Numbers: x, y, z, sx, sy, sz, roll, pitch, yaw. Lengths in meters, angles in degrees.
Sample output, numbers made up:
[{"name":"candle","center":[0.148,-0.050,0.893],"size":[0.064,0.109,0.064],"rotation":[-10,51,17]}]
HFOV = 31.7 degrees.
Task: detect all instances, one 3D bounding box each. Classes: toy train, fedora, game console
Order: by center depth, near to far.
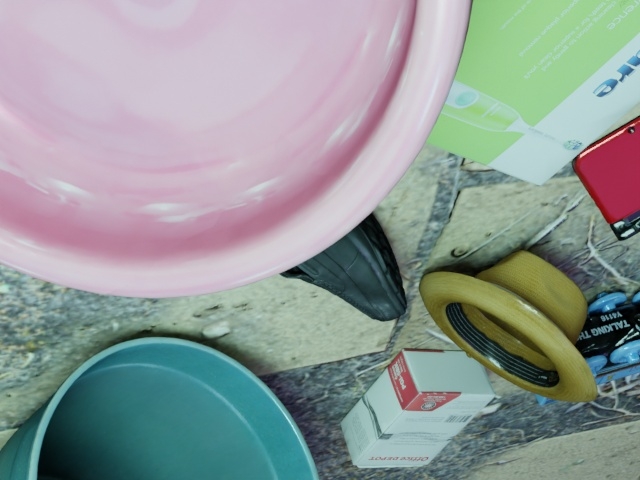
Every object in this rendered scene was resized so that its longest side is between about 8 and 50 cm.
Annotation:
[{"name":"game console","center":[0.298,-0.070,0.962],"size":[0.144,0.085,0.124],"rotation":[-31,175,15]},{"name":"fedora","center":[0.178,0.066,0.997],"size":[0.079,0.194,0.194],"rotation":[-55,148,-16]},{"name":"toy train","center":[0.292,0.102,1.141],"size":[0.184,0.080,0.105],"rotation":[-15,154,-12]}]

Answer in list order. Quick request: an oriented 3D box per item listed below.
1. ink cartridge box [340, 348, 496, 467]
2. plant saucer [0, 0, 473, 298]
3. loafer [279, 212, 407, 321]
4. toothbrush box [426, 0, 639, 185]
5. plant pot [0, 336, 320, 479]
[{"name":"ink cartridge box","center":[0.096,0.171,1.147],"size":[0.099,0.056,0.135],"rotation":[6,137,-32]},{"name":"plant saucer","center":[-0.094,-0.134,0.500],"size":[0.332,0.084,0.332],"rotation":[7,120,12]},{"name":"loafer","center":[0.000,0.000,0.859],"size":[0.078,0.076,0.223],"rotation":[-25,141,15]},{"name":"toothbrush box","center":[0.091,-0.166,0.634],"size":[0.283,0.122,0.206],"rotation":[16,132,-39]},{"name":"plant pot","center":[-0.179,0.254,0.960],"size":[0.272,0.271,0.255],"rotation":[13,147,-38]}]
